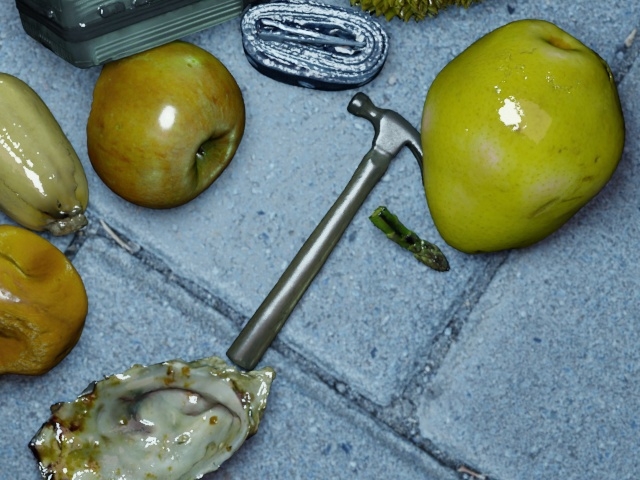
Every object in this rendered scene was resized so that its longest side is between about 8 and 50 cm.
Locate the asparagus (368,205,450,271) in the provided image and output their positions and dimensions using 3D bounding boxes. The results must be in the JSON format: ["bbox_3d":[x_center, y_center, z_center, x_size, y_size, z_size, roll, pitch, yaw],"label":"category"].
[{"bbox_3d":[0.135,0.001,1.695,0.165,0.030,0.036,34,83,-30],"label":"asparagus"}]

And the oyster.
[{"bbox_3d":[-0.240,0.261,1.667,0.361,0.096,0.221,-39,87,-2],"label":"oyster"}]

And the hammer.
[{"bbox_3d":[0.000,0.000,1.706,0.168,0.044,0.439,35,89,-2],"label":"hammer"}]

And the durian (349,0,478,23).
[{"bbox_3d":[0.131,-0.431,1.623,0.293,0.258,0.258,-2,91,-8],"label":"durian"}]

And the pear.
[{"bbox_3d":[0.271,-0.142,1.629,0.285,0.285,0.336,43,125,-3],"label":"pear"}]

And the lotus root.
[{"bbox_3d":[-0.436,-0.132,1.631,0.146,0.131,0.303,-39,94,-26],"label":"lotus root"}]

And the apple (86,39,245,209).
[{"bbox_3d":[-0.223,-0.168,1.607,0.208,0.237,0.236,32,88,22],"label":"apple"}]

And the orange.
[{"bbox_3d":[-0.454,0.087,1.607,0.249,0.249,0.183,-2,46,-2],"label":"orange"}]

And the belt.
[{"bbox_3d":[-0.009,-0.284,1.657,0.218,0.128,0.122,11,89,-3],"label":"belt"}]

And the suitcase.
[{"bbox_3d":[-0.248,-0.347,1.561,0.312,0.202,0.128,-26,129,-28],"label":"suitcase"}]
